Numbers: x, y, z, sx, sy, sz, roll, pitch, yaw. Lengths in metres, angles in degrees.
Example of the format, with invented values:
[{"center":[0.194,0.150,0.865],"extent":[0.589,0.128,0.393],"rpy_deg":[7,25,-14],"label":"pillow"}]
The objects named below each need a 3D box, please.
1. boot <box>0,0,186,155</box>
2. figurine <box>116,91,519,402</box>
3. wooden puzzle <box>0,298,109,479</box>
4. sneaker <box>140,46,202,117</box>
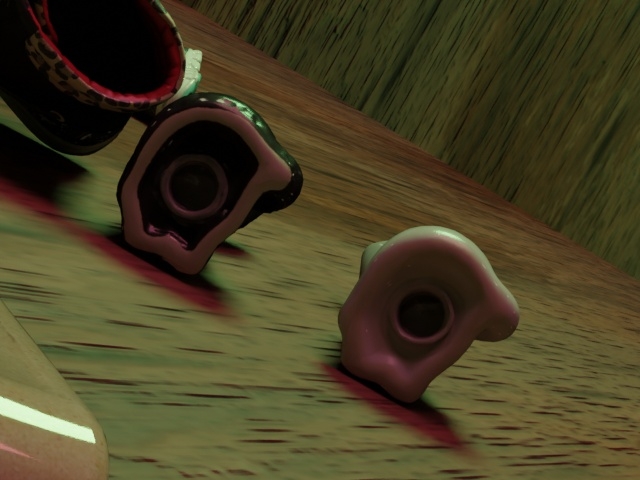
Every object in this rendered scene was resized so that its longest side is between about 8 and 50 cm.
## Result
[{"center":[-0.173,-0.148,0.936],"extent":[0.236,0.085,0.178],"rpy_deg":[47,-16,-13],"label":"boot"},{"center":[0.000,0.000,0.976],"extent":[0.215,0.092,0.209],"rpy_deg":[31,4,-2],"label":"figurine"},{"center":[-0.230,-0.059,0.497],"extent":[0.322,0.080,0.348],"rpy_deg":[26,9,-29],"label":"wooden puzzle"},{"center":[-0.139,-0.137,1.416],"extent":[0.076,0.065,0.166],"rpy_deg":[25,7,-9],"label":"sneaker"}]
